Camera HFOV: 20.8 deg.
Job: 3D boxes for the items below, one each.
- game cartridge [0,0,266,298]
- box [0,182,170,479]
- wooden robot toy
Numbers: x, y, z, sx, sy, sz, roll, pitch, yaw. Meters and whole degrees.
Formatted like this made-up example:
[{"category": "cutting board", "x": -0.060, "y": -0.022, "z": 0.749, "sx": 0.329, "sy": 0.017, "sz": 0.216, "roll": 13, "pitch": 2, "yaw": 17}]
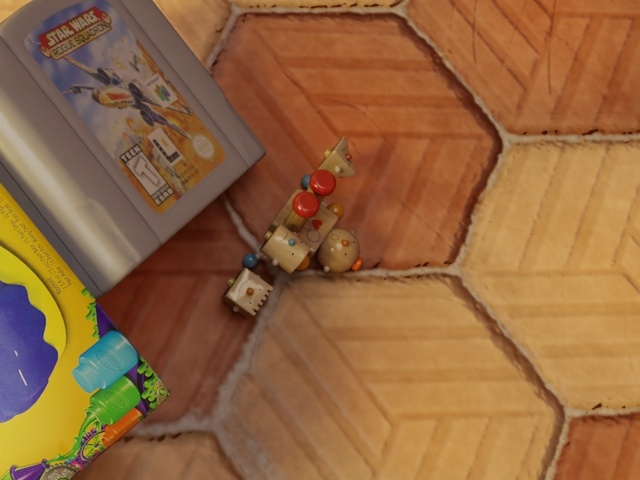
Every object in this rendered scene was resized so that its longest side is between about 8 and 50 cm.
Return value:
[{"category": "game cartridge", "x": -0.157, "y": -0.090, "z": 1.279, "sx": 0.198, "sy": 0.062, "sz": 0.297, "roll": 56, "pitch": 26, "yaw": -7}, {"category": "box", "x": -0.309, "y": 0.089, "z": 1.140, "sx": 0.279, "sy": 0.177, "sz": 0.290, "roll": -41, "pitch": 92, "yaw": -25}, {"category": "wooden robot toy", "x": 0.000, "y": 0.000, "z": 1.370, "sx": 0.079, "sy": 0.076, "sz": 0.173, "roll": 38, "pitch": 60, "yaw": -5}]
